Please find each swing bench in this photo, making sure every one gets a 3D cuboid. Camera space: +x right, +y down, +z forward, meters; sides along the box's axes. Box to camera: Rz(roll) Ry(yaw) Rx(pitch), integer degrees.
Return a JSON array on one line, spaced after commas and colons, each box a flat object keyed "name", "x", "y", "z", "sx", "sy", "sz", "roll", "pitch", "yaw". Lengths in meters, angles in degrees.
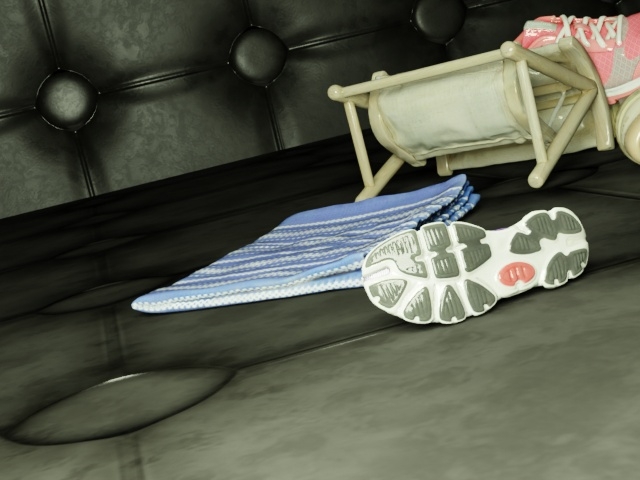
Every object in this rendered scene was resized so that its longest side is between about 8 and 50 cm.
[{"name": "swing bench", "x": 0.192, "y": -0.153, "z": 1.437, "sx": 0.253, "sy": 0.165, "sz": 0.255, "roll": -8, "pitch": 9, "yaw": 34}]

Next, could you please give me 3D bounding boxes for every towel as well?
[{"name": "towel", "x": 0.000, "y": 0.000, "z": 1.148, "sx": 0.243, "sy": 0.040, "sz": 0.336, "roll": -10, "pitch": 9, "yaw": 26}]

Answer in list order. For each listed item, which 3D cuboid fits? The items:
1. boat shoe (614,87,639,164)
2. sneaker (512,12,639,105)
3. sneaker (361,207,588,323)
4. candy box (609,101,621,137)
[{"name": "boat shoe", "x": 0.467, "y": -0.144, "z": 1.149, "sx": 0.341, "sy": 0.121, "sz": 0.110, "roll": -22, "pitch": 11, "yaw": 12}, {"name": "sneaker", "x": 0.328, "y": -0.238, "z": 1.497, "sx": 0.314, "sy": 0.136, "sz": 0.116, "roll": -25, "pitch": 31, "yaw": 35}, {"name": "sneaker", "x": 0.105, "y": 0.023, "z": 0.809, "sx": 0.170, "sy": 0.068, "sz": 0.071, "roll": -7, "pitch": -10, "yaw": -22}, {"name": "candy box", "x": 0.468, "y": -0.219, "z": 1.704, "sx": 0.317, "sy": 0.087, "sz": 0.183, "roll": -19, "pitch": 12, "yaw": -31}]
